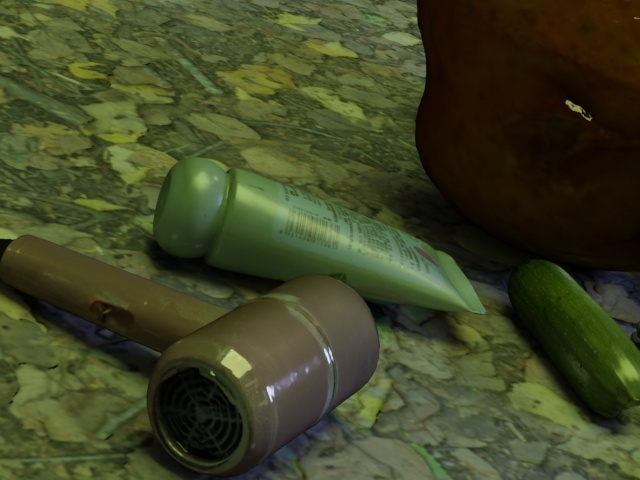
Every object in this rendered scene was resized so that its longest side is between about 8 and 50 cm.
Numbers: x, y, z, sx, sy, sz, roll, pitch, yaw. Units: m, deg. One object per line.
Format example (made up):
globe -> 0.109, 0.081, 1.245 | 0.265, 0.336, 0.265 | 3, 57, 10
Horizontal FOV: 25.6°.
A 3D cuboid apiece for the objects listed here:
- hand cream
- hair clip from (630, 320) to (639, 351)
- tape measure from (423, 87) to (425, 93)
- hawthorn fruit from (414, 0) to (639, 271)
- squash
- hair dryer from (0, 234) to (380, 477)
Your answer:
hand cream -> 0.000, 0.000, 1.304 | 0.305, 0.093, 0.147 | 14, 18, -15
hair clip -> 0.441, 0.127, 1.363 | 0.278, 0.090, 0.137 | 27, -10, 12
tape measure -> 0.267, -0.188, 1.857 | 0.256, 0.147, 0.275 | 19, 24, 0
hawthorn fruit -> 0.327, -0.175, 1.494 | 0.471, 0.472, 0.472 | 16, 23, -7
squash -> 0.241, 0.088, 1.318 | 0.069, 0.069, 0.239 | 8, 25, -23
hair dryer -> -0.145, 0.062, 1.080 | 0.344, 0.107, 0.189 | 19, 23, 24
